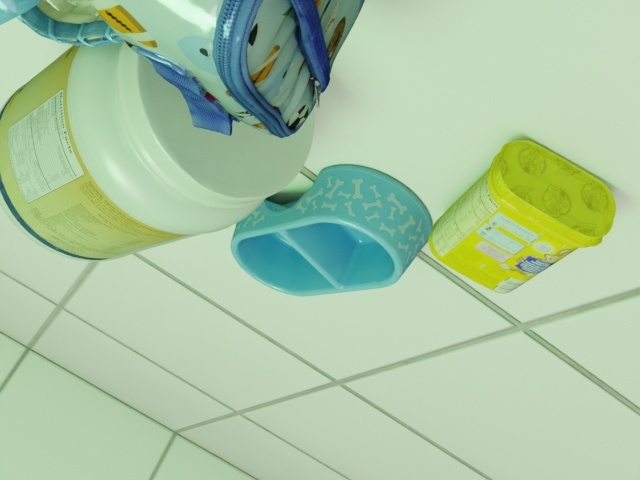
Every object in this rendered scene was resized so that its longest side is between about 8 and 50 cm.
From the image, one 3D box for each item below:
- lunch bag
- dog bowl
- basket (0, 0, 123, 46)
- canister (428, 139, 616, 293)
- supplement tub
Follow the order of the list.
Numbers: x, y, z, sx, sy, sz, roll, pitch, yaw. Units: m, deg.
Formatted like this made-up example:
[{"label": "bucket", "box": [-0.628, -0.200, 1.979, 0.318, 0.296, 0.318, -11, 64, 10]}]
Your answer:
[{"label": "lunch bag", "box": [-0.022, -0.181, 0.445, 0.115, 0.243, 0.303, 24, -179, 4]}, {"label": "dog bowl", "box": [0.000, 0.000, 0.933, 0.297, 0.074, 0.166, -10, 134, 46]}, {"label": "basket", "box": [-0.202, -0.227, 0.525, 0.255, 0.289, 0.201, 1, 141, 35]}, {"label": "canister", "box": [0.201, -0.017, 0.761, 0.126, 0.073, 0.170, 29, 151, -4]}, {"label": "supplement tub", "box": [-0.181, -0.106, 0.754, 0.316, 0.228, 0.228, -13, 132, 46]}]
